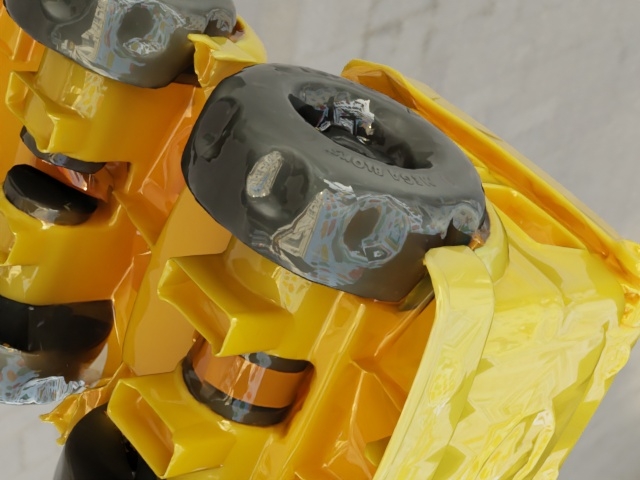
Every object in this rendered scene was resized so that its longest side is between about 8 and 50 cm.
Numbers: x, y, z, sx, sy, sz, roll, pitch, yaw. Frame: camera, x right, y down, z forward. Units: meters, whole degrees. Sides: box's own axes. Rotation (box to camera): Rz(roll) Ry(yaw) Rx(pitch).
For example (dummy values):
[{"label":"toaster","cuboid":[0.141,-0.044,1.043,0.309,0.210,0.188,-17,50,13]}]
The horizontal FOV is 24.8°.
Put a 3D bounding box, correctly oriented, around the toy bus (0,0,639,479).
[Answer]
[{"label":"toy bus","cuboid":[0.000,0.000,0.467,0.211,0.220,0.149,-7,130,-46]}]
